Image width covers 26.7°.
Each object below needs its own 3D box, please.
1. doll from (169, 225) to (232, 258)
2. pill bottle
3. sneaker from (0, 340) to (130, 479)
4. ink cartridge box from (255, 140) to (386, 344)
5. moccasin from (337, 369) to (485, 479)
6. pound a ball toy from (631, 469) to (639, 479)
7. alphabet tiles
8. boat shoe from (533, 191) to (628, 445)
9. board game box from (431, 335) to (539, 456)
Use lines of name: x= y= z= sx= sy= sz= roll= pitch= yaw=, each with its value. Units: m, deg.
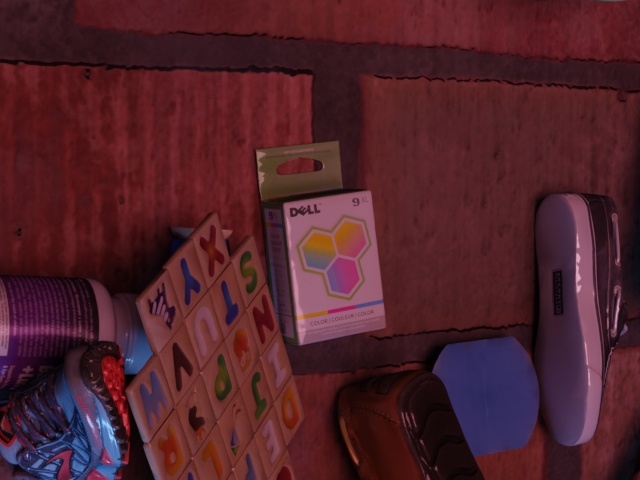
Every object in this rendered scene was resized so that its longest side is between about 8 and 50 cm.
doll: x=-0.122 y=0.082 z=1.400 sx=0.129 sy=0.046 sz=0.189 roll=4 pitch=90 yaw=-28
pill bottle: x=-0.260 y=0.088 z=1.288 sx=0.193 sy=0.108 sz=0.108 roll=3 pitch=91 yaw=-29
sneaker: x=-0.239 y=0.173 z=1.227 sx=0.125 sy=0.262 sz=0.104 roll=-3 pitch=63 yaw=-14
ink cartridge box: x=0.000 y=0.000 z=1.454 sx=0.109 sy=0.062 sz=0.209 roll=-9 pitch=96 yaw=-28
moccasin: x=0.120 y=0.329 z=1.500 sx=0.139 sy=0.147 sz=0.380 roll=-38 pitch=106 yaw=-44
pound a ball toy: x=0.488 y=0.294 z=1.716 sx=0.208 sy=0.135 sz=0.319 roll=43 pitch=71 yaw=-47
alphabet tiles: x=-0.092 y=0.161 z=1.321 sx=0.285 sy=0.011 sz=0.343 roll=-55 pitch=136 yaw=-55
boat shoe: x=0.321 y=0.093 z=1.618 sx=0.102 sy=0.108 sz=0.301 roll=0 pitch=85 yaw=-27
board game box: x=0.183 y=0.183 z=1.582 sx=0.168 sy=0.033 sz=0.133 roll=-5 pitch=89 yaw=-34
